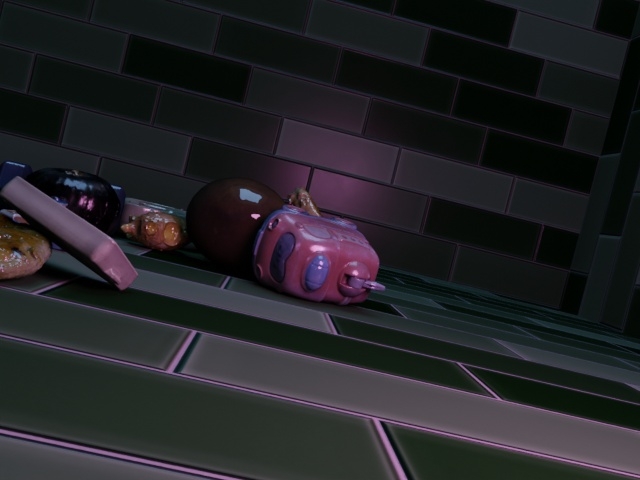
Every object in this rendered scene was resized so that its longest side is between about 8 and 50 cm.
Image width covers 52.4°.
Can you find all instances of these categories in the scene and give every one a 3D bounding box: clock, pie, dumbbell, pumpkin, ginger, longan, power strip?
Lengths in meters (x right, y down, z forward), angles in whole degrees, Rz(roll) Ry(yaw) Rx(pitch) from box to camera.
[{"bbox_3d":[-0.502,-0.056,1.991,0.265,0.108,0.324,12,2,-29],"label":"clock"},{"bbox_3d":[0.000,0.000,1.835,0.083,0.339,0.339,-28,5,-2],"label":"pie"},{"bbox_3d":[-0.694,-0.111,1.736,0.325,0.160,0.144,13,-29,-18],"label":"dumbbell"},{"bbox_3d":[-0.532,-0.006,0.942,0.277,0.078,0.277,12,3,-1],"label":"pie"},{"bbox_3d":[-0.588,-0.086,1.528,0.233,0.163,0.233,12,4,-1],"label":"pumpkin"},{"bbox_3d":[-0.431,-0.025,1.731,0.216,0.102,0.157,11,-3,-43],"label":"ginger"},{"bbox_3d":[-0.207,-0.038,1.703,0.300,0.243,0.300,35,-8,6],"label":"longan"},{"bbox_3d":[-0.408,-0.012,1.052,0.270,0.046,0.118,29,-21,23],"label":"power strip"}]

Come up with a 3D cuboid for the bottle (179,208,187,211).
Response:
[{"bbox_3d":[-0.407,-0.044,2.292,0.233,0.110,0.110,13,2,-1],"label":"bottle"}]

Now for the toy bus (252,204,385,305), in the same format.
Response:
[{"bbox_3d":[0.000,0.052,1.523,0.294,0.197,0.232,15,12,-28],"label":"toy bus"}]

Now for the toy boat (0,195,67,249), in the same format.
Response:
[{"bbox_3d":[-0.571,-0.043,1.346,0.215,0.102,0.088,15,5,25],"label":"toy boat"}]
